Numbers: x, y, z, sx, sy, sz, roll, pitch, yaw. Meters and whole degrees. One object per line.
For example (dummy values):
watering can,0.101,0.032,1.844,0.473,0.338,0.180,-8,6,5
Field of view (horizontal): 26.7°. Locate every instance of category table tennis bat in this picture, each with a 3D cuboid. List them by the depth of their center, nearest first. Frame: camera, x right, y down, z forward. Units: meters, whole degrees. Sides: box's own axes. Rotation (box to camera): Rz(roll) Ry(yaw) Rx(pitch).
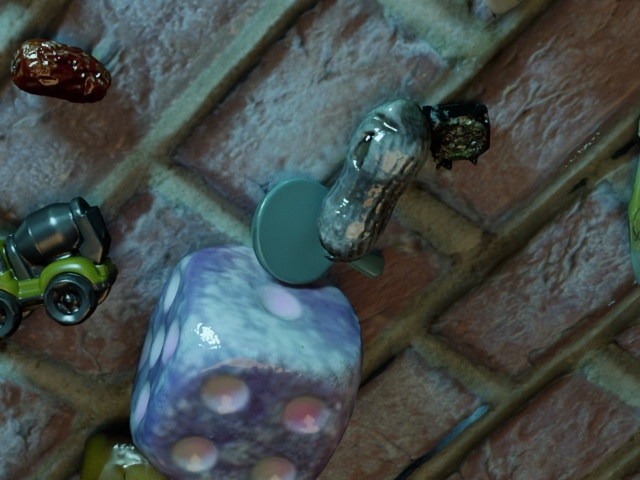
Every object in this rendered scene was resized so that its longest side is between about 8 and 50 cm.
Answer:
table tennis bat,0.000,0.000,1.926,0.237,0.038,0.149,23,81,-35

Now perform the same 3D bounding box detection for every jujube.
jujube,-0.334,-0.217,1.749,0.129,0.077,0.077,15,122,-22

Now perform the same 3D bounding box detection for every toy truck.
toy truck,-0.400,0.037,1.891,0.224,0.147,0.165,-12,101,6

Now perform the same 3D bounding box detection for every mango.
mango,-0.251,0.410,2.144,0.287,0.153,0.201,9,132,-9

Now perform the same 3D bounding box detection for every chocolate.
chocolate,0.072,-0.082,1.853,0.110,0.110,0.248,23,110,-20

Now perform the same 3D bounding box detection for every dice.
dice,-0.108,0.188,1.932,0.270,0.270,0.271,17,122,-17

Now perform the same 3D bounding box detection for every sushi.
sushi,0.190,-0.145,1.867,0.083,0.056,0.085,-12,124,-6

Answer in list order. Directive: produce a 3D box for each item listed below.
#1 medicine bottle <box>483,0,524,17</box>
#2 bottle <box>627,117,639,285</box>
medicine bottle,0.286,-0.399,1.646,0.258,0.143,0.143,-31,122,14
bottle,0.481,-0.055,1.942,0.083,0.083,0.270,-11,119,2
